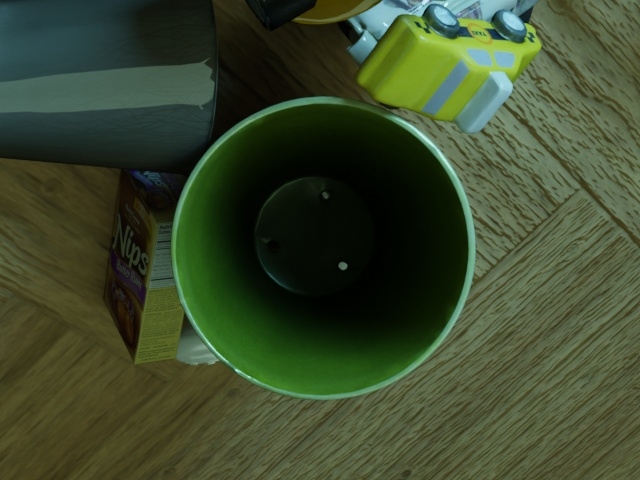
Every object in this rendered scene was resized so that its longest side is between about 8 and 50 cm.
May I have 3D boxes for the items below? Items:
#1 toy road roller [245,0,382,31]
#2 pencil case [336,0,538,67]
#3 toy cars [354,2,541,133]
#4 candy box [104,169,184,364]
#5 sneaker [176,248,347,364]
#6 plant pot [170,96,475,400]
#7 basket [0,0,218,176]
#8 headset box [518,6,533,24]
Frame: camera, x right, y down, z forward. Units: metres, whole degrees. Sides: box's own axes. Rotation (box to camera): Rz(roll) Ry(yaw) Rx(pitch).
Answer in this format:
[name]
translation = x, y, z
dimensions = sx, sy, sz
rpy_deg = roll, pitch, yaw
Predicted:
[toy road roller]
translation = -0.043, -0.342, 1.285
dimensions = 0.202, 0.240, 0.329
rpy_deg = -31, 99, -4
[pencil case]
translation = 0.190, -0.294, 1.434
dimensions = 0.410, 0.183, 0.160
rpy_deg = -33, 104, 0
[toy cars]
translation = 0.108, -0.186, 1.245
dimensions = 0.176, 0.087, 0.394
rpy_deg = -32, 154, -2
[candy box]
translation = -0.177, 0.022, 1.546
dimensions = 0.053, 0.109, 0.187
rpy_deg = -5, 128, -27
[sneaker]
translation = -0.073, 0.062, 1.671
dimensions = 0.235, 0.090, 0.095
rpy_deg = -23, 122, -16
[plant pot]
translation = 0.000, 0.000, 1.488
dimensions = 0.274, 0.293, 0.275
rpy_deg = 0, 93, -1
[basket]
translation = -0.225, -0.146, 1.351
dimensions = 0.227, 0.154, 0.204
rpy_deg = -5, 127, -22
[headset box]
translation = 0.195, -0.265, 1.570
dimensions = 0.062, 0.032, 0.083
rpy_deg = -7, 131, -25
